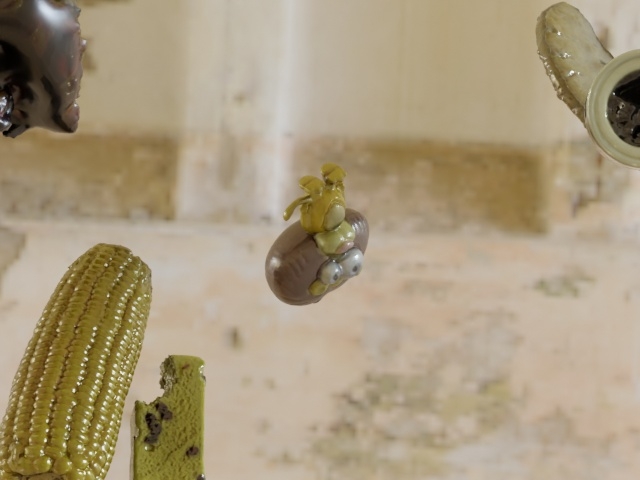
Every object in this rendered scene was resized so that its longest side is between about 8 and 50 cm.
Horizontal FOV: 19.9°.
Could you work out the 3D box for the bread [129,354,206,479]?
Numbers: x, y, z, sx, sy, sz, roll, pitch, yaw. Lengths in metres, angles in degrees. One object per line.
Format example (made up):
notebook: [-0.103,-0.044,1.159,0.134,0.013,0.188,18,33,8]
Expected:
bread: [-0.171,0.228,2.057,0.088,0.226,0.049,2,-37,-9]

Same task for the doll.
doll: [-0.006,0.004,2.134,0.096,0.145,0.188,35,-17,27]

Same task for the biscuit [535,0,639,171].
biscuit: [0.329,-0.187,2.201,0.141,0.289,0.038,-1,-38,-44]

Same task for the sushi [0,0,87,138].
sushi: [-0.346,-0.214,1.948,0.215,0.227,0.212,2,42,-35]

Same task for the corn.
corn: [-0.269,0.148,2.033,0.131,0.131,0.344,3,44,10]

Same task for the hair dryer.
hair dryer: [0.413,-0.039,1.979,0.128,0.362,0.203,-32,-3,7]
